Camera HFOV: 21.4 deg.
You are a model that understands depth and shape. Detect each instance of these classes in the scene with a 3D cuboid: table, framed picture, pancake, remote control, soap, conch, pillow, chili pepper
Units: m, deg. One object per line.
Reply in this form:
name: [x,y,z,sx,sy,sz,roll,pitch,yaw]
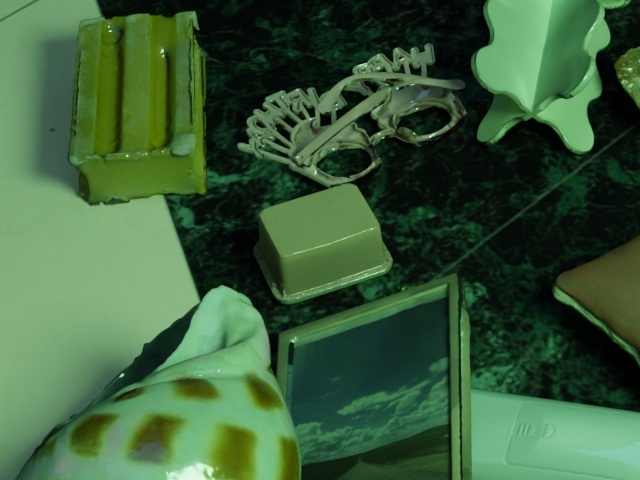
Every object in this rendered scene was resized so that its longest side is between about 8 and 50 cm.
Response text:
table: [0.231,-0.198,1.744,0.166,0.166,0.198,6,53,12]
framed picture: [0.042,0.153,1.452,0.189,0.023,0.260,-19,41,22]
pancake: [0.368,-0.156,1.739,0.139,0.022,0.139,14,45,-14]
remote control: [0.171,0.171,1.427,0.293,0.051,0.103,5,51,22]
soap: [-0.190,-0.142,1.783,0.135,0.076,0.233,-5,45,1]
conch: [-0.142,0.209,1.340,0.368,0.197,0.249,-39,18,-28]
pillow: [0.322,0.058,1.520,0.171,0.075,0.179,-29,49,-22]
chili pepper: [0.097,0.049,1.597,0.083,0.022,0.027,-16,78,-11]

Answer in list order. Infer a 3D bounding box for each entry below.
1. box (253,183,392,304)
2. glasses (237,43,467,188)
box: [0.000,0.000,1.626,0.122,0.062,0.089,-18,45,-11]
glasses: [0.033,-0.148,1.754,0.255,0.095,0.162,-24,39,-21]
